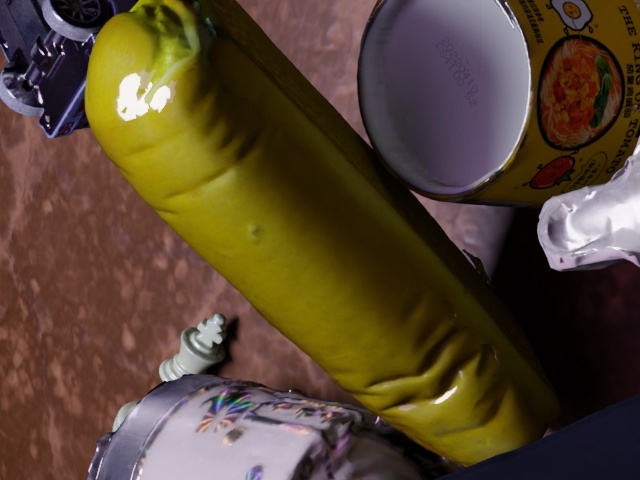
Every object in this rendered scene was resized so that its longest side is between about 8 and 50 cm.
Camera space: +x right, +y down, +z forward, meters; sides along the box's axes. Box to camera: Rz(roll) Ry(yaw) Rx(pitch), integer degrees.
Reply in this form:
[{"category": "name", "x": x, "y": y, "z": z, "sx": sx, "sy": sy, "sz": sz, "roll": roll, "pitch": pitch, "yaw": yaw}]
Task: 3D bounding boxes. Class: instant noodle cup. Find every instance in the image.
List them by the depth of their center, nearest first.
[{"category": "instant noodle cup", "x": 0.119, "y": -0.097, "z": 1.035, "sx": 0.182, "sy": 0.144, "sz": 0.182, "roll": 7, "pitch": 100, "yaw": 46}]

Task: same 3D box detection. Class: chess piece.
[{"category": "chess piece", "x": -0.114, "y": 0.116, "z": 1.386, "sx": 0.059, "sy": 0.059, "sz": 0.149, "roll": 53, "pitch": 124, "yaw": 29}]

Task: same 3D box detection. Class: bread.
[{"category": "bread", "x": 0.000, "y": 0.000, "z": 1.032, "sx": 0.112, "sy": 0.383, "sz": 0.166, "roll": -39, "pitch": 27, "yaw": 12}]

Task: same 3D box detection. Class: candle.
[{"category": "candle", "x": -0.005, "y": 0.196, "z": 1.181, "sx": 0.330, "sy": 0.187, "sz": 0.187, "roll": 5, "pitch": 99, "yaw": 46}]

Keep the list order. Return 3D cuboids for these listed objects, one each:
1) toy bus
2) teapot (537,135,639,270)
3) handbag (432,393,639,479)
[{"category": "toy bus", "x": -0.225, "y": -0.238, "z": 1.402, "sx": 0.125, "sy": 0.133, "sz": 0.292, "roll": -49, "pitch": 63, "yaw": 45}, {"category": "teapot", "x": 0.229, "y": -0.037, "z": 0.898, "sx": 0.221, "sy": 0.178, "sz": 0.163, "roll": 22, "pitch": 110, "yaw": 45}, {"category": "handbag", "x": 0.208, "y": 0.172, "z": 0.840, "sx": 0.303, "sy": 0.329, "sz": 0.122, "roll": 5, "pitch": 103, "yaw": 47}]
